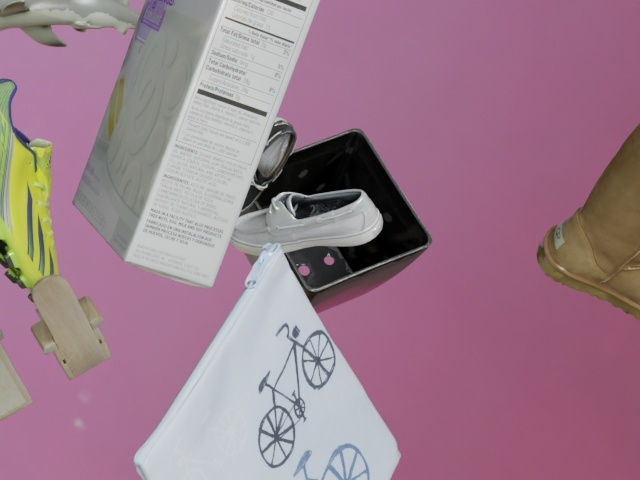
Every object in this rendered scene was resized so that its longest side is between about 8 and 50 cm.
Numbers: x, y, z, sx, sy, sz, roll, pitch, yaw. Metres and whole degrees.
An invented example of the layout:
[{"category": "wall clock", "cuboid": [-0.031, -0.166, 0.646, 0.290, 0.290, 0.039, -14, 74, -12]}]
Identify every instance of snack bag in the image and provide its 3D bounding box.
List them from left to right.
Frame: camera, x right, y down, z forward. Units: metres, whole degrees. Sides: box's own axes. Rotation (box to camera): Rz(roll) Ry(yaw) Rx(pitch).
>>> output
[{"category": "snack bag", "cuboid": [-0.051, 0.227, 1.765, 0.037, 0.342, 0.323, -3, -139, 36]}]

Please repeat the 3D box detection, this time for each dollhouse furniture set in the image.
[{"category": "dollhouse furniture set", "cuboid": [-0.465, 0.060, 2.112, 0.303, 0.173, 0.355, -29, -141, -10]}]

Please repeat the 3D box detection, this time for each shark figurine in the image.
[{"category": "shark figurine", "cuboid": [-0.298, -0.297, 2.072, 0.166, 0.278, 0.116, 147, -57, -67]}]

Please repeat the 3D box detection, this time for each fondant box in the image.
[{"category": "fondant box", "cuboid": [-0.118, -0.147, 1.647, 0.330, 0.096, 0.238, -68, -156, 6]}]

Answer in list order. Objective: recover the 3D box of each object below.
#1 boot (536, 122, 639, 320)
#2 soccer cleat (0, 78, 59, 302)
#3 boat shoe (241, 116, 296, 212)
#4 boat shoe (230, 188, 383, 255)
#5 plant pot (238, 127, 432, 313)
[{"category": "boot", "cuboid": [0.369, -0.017, 1.725, 0.269, 0.236, 0.089, 127, -28, -53]}, {"category": "soccer cleat", "cuboid": [-0.344, -0.053, 1.992, 0.121, 0.289, 0.093, -33, -144, -22]}, {"category": "boat shoe", "cuboid": [-0.068, -0.081, 1.980, 0.125, 0.046, 0.038, -55, -145, 8]}, {"category": "boat shoe", "cuboid": [-0.024, -0.025, 1.907, 0.184, 0.063, 0.066, 0, -138, 31]}, {"category": "plant pot", "cuboid": [0.000, 0.000, 2.205, 0.187, 0.188, 0.167, -22, 157, -26]}]
